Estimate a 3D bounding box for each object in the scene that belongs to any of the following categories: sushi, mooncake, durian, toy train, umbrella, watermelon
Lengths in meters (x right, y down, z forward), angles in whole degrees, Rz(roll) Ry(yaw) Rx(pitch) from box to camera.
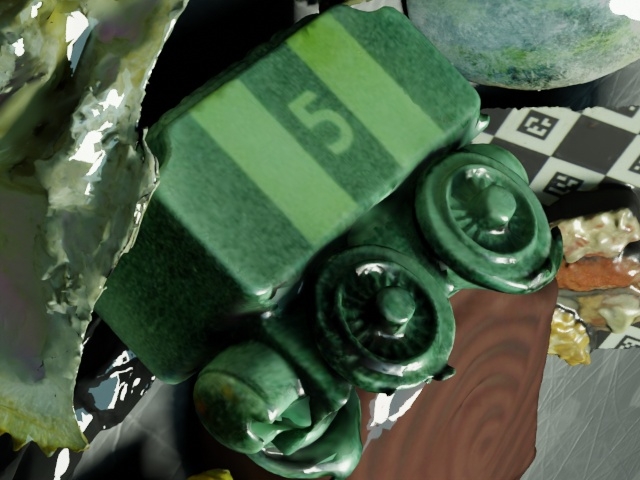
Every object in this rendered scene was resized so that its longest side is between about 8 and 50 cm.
[{"bbox_3d":[0.234,0.012,1.405,0.264,0.050,0.290,0,135,3],"label":"sushi"},{"bbox_3d":[0.060,0.124,1.336,0.334,0.174,0.326,12,107,-52],"label":"mooncake"},{"bbox_3d":[-0.162,-0.047,0.927,0.172,0.166,0.306,9,111,-50],"label":"durian"},{"bbox_3d":[0.000,0.000,1.071,0.299,0.238,0.167,-40,176,-43],"label":"toy train"},{"bbox_3d":[-0.189,0.110,1.090,0.358,0.113,0.106,-53,143,-14],"label":"umbrella"},{"bbox_3d":[0.208,-0.245,1.194,0.322,0.175,0.188,-51,146,-7],"label":"watermelon"}]

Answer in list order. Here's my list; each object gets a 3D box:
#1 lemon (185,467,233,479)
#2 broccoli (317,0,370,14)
[{"bbox_3d":[-0.106,0.280,1.253,0.187,0.187,0.244,-4,118,-48],"label":"lemon"},{"bbox_3d":[0.043,-0.257,1.050,0.242,0.273,0.180,-24,91,-24],"label":"broccoli"}]
